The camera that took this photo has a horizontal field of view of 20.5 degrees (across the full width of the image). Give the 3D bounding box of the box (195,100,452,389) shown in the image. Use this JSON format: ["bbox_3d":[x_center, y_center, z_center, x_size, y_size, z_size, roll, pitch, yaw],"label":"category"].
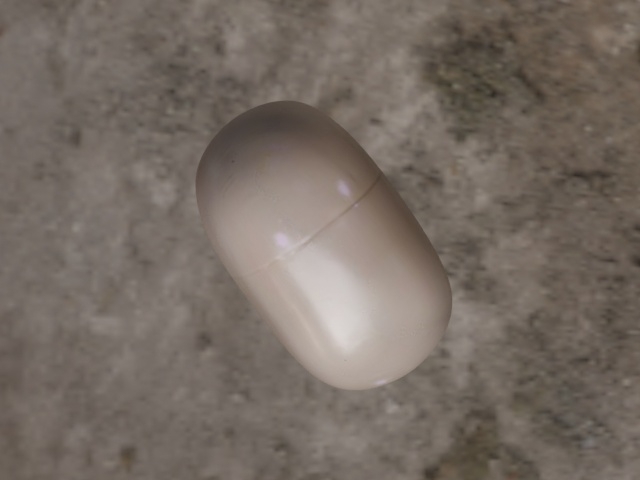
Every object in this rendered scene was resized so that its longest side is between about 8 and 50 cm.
[{"bbox_3d":[0.000,0.000,0.872,0.088,0.200,0.146,-37,99,0],"label":"box"}]
